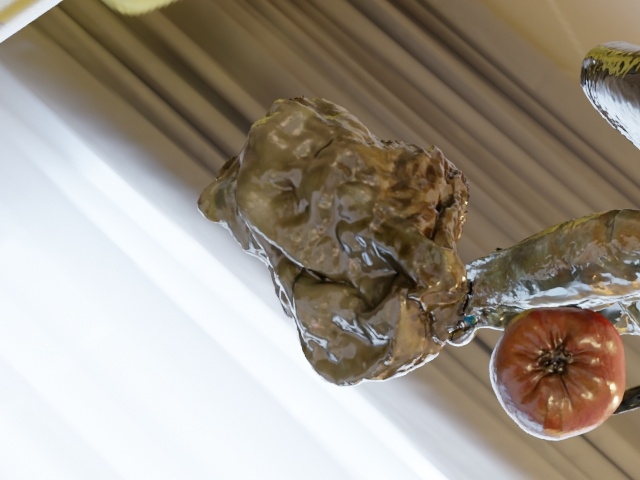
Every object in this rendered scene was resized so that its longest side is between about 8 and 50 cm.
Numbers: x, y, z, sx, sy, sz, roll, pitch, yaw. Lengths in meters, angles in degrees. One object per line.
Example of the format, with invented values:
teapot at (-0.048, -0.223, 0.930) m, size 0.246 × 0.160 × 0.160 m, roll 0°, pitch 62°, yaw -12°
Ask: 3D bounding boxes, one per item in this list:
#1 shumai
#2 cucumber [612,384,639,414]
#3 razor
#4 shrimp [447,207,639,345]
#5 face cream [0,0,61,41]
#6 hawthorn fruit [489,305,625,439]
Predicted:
shumai at (-0.001, 0.002, 0.867) m, size 0.218 × 0.185 × 0.184 m, roll -82°, pitch -170°, yaw -58°
cucumber at (0.437, 0.203, 1.599) m, size 0.135 × 0.034 × 0.033 m, roll -12°, pitch -169°, yaw 3°
razor at (0.401, -0.140, 1.323) m, size 0.107 × 0.189 × 0.327 m, roll -48°, pitch -165°, yaw 3°
shrimp at (0.302, 0.058, 1.409) m, size 0.446 × 0.221 × 0.110 m, roll -12°, pitch -131°, yaw 51°
face cream at (-0.235, -0.173, 0.824) m, size 0.273 × 0.078 × 0.078 m, roll -18°, pitch -164°, yaw 44°
hawthorn fruit at (0.221, 0.125, 1.099) m, size 0.125 × 0.125 × 0.140 m, roll -45°, pitch 130°, yaw -23°
